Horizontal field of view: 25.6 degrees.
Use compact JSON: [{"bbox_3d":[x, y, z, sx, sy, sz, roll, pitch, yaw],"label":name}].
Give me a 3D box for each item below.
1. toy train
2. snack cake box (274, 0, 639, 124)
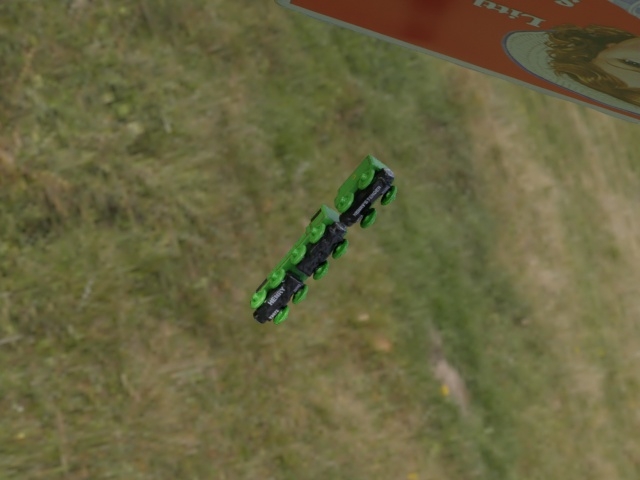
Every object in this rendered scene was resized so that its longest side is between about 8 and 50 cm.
[{"bbox_3d":[0.000,0.000,0.564,0.017,0.083,0.023,35,18,-22],"label":"toy train"},{"bbox_3d":[0.126,-0.092,0.438,0.152,0.264,0.089,142,-34,-82],"label":"snack cake box"}]
